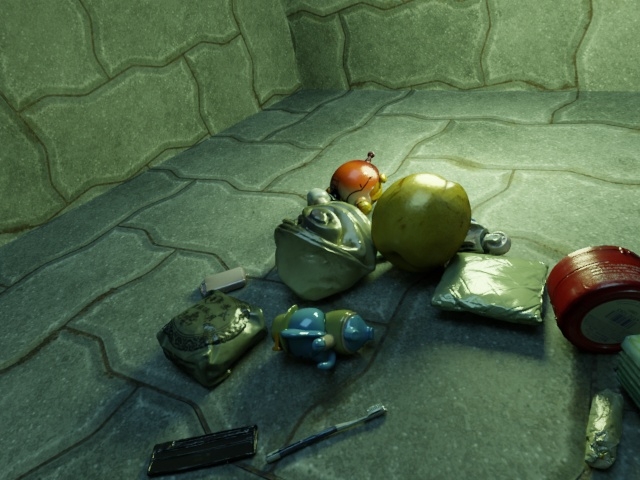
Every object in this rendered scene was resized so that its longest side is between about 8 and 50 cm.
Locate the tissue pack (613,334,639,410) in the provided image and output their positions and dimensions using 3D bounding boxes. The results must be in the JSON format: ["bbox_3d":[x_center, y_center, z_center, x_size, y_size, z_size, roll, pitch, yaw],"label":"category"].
[{"bbox_3d":[0.754,0.325,0.772,0.287,0.162,0.388,-8,33,3],"label":"tissue pack"}]

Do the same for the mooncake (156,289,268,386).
[{"bbox_3d":[-0.310,0.258,1.285,0.254,0.136,0.250,12,36,34],"label":"mooncake"}]

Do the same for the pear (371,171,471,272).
[{"bbox_3d":[0.307,-0.057,1.385,0.314,0.314,0.314,-9,32,6],"label":"pear"}]

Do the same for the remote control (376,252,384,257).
[{"bbox_3d":[0.201,0.012,1.582,0.061,0.029,0.162,-12,27,-2],"label":"remote control"}]

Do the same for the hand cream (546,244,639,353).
[{"bbox_3d":[0.652,0.138,1.042,0.230,0.230,0.149,-5,33,12],"label":"hand cream"}]

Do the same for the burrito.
[{"bbox_3d":[0.558,0.363,0.891,0.058,0.045,0.188,17,41,29],"label":"burrito"}]

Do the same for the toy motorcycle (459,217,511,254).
[{"bbox_3d":[0.483,-0.007,1.462,0.112,0.112,0.254,-31,36,-26],"label":"toy motorcycle"}]

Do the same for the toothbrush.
[{"bbox_3d":[0.015,0.425,1.011,0.288,0.024,0.026,-20,32,-10],"label":"toothbrush"}]

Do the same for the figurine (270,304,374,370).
[{"bbox_3d":[-0.005,0.243,1.185,0.262,0.153,0.180,-1,23,26],"label":"figurine"}]

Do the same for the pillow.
[{"bbox_3d":[0.474,0.127,1.263,0.274,0.076,0.281,8,32,26],"label":"pillow"}]

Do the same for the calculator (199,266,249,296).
[{"bbox_3d":[-0.330,0.142,1.566,0.175,0.032,0.100,-17,33,-7],"label":"calculator"}]

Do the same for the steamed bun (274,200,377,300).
[{"bbox_3d":[0.000,0.000,1.470,0.352,0.247,0.339,-26,33,-12],"label":"steamed bun"}]

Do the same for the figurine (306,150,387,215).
[{"bbox_3d":[0.108,-0.194,1.777,0.323,0.196,0.320,-35,31,-14],"label":"figurine"}]

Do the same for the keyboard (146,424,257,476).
[{"bbox_3d":[-0.267,0.479,1.035,0.251,0.017,0.087,-12,31,1],"label":"keyboard"}]
